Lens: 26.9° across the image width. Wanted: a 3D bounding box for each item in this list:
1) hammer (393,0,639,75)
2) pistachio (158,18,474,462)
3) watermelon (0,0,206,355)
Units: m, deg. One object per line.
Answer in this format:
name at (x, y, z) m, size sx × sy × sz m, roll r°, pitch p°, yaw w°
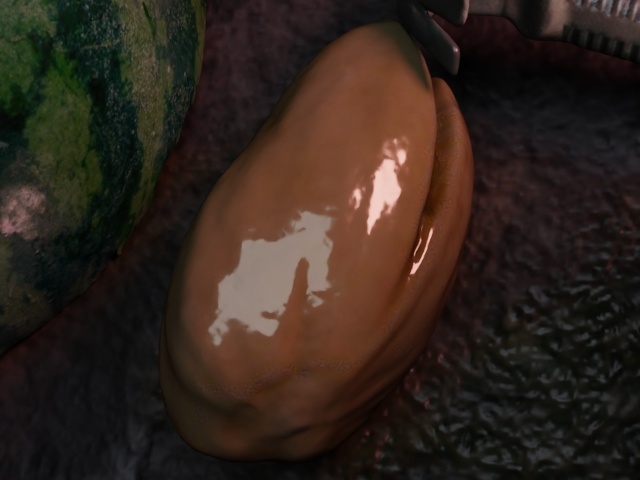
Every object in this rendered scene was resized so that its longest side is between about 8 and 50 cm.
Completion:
hammer at (0.147, -0.107, 0.638) m, size 0.227 × 0.041 × 0.158 m, roll 16°, pitch 31°, yaw 9°
pistachio at (0.000, 0.000, 0.628) m, size 0.136 × 0.136 × 0.226 m, roll 18°, pitch 69°, yaw 19°
watermelon at (-0.181, -0.053, 0.681) m, size 0.292 × 0.319 × 0.222 m, roll -26°, pitch 101°, yaw 10°
